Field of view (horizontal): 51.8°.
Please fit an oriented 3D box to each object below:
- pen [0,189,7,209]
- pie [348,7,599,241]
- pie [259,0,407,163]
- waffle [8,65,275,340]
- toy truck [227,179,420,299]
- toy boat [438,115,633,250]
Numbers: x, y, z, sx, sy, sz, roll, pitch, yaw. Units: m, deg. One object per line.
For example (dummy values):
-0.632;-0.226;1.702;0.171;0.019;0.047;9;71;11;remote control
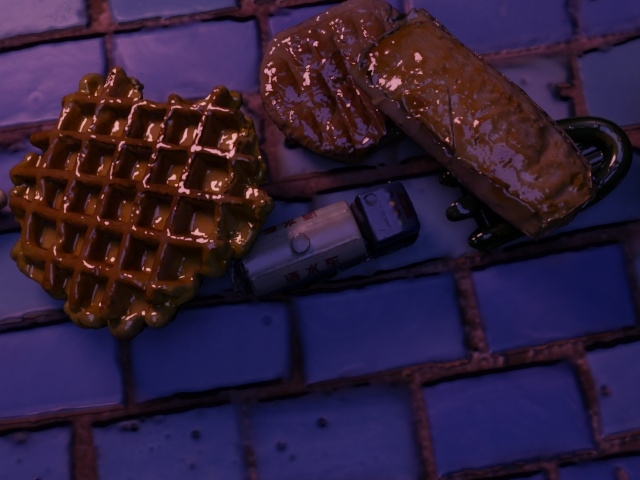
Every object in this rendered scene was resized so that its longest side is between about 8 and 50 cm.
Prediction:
-0.444;-0.001;0.711;0.233;0.040;0.032;-23;79;2;pen
0.151;-0.124;0.660;0.128;0.068;0.282;-41;75;-13;pie
0.031;-0.174;0.725;0.195;0.046;0.195;0;79;2;pie
-0.189;-0.054;0.667;0.300;0.058;0.282;35;86;25;waffle
0.000;0.000;0.674;0.201;0.088;0.074;-21;79;-2;toy truck
0.229;-0.066;0.700;0.210;0.052;0.104;-22;78;-2;toy boat
